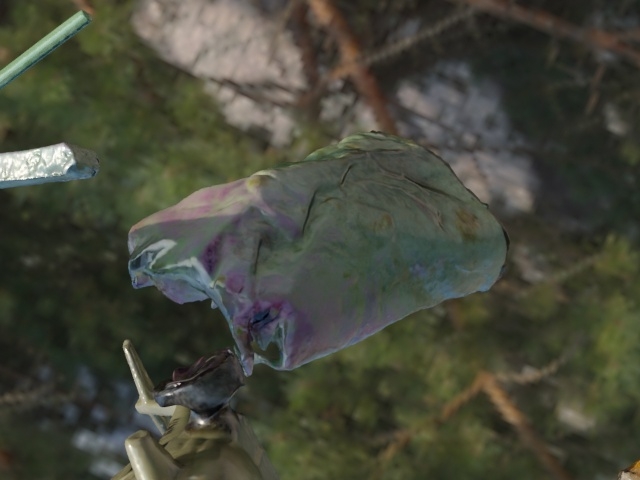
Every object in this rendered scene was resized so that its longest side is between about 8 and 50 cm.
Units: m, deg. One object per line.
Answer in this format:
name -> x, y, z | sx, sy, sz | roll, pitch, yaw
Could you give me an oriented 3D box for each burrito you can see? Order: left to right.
burrito -> 0.000, 0.000, 1.088 | 0.144, 0.089, 0.229 | 40, -145, 23

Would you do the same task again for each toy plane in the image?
toy plane -> -0.060, 0.096, 0.751 | 0.092, 0.108, 0.286 | 62, -173, -11

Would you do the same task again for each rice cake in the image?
rice cake -> -0.291, -0.066, 1.681 | 0.211, 0.034, 0.043 | -4, 174, 32

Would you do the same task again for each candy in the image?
candy -> -0.202, -0.068, 1.023 | 0.058, 0.194, 0.062 | 46, -165, -33

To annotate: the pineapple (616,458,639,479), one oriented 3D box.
pineapple -> 0.247, 0.166, 1.012 | 0.221, 0.221, 0.047 | 29, 178, -27
